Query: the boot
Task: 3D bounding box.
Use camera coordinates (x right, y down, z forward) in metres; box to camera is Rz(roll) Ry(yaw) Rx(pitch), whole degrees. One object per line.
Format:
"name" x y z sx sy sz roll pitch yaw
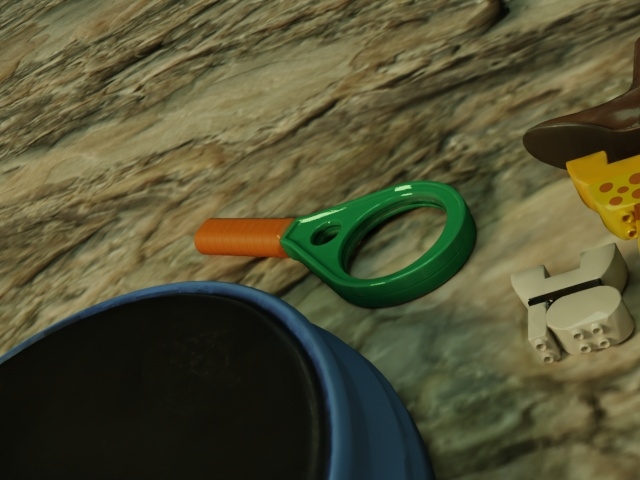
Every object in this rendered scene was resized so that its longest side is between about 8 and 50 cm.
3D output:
"boot" 0.182 -0.092 0.599 0.106 0.037 0.114 2 48 26

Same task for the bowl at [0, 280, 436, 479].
"bowl" -0.132 0.174 0.497 0.391 0.077 0.391 -24 33 17

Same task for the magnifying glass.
"magnifying glass" 0.000 0.000 0.663 0.231 0.026 0.092 3 48 43

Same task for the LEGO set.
"LEGO set" 0.178 -0.002 0.434 0.227 0.087 0.093 -19 34 26
